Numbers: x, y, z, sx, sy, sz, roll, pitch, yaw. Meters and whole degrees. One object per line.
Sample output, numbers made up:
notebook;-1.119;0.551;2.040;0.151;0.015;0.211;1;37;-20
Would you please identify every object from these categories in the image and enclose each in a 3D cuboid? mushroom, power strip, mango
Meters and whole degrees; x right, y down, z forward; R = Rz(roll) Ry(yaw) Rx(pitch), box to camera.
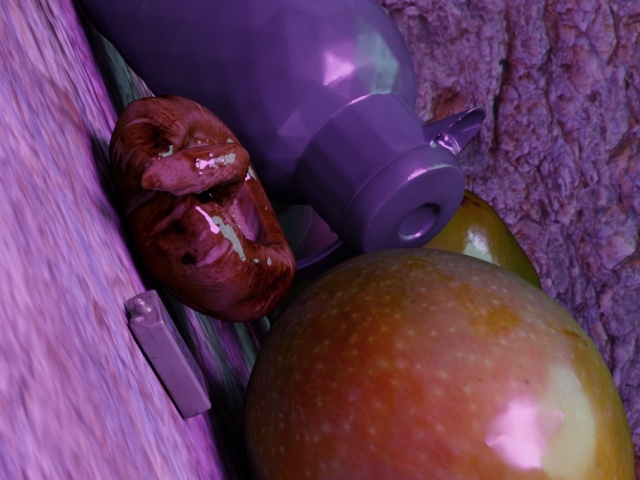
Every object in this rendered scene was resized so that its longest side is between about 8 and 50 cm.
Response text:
mushroom;-0.068;-0.019;0.971;0.135;0.080;0.170;55;0;14
power strip;-0.074;0.054;0.879;0.083;0.017;0.027;67;0;-46
mango;0.056;0.113;1.035;0.225;0.201;0.382;49;-4;-6

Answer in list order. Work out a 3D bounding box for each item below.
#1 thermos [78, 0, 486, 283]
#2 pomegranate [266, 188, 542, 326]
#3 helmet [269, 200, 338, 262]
thermos;-0.036;-0.094;1.112;0.286;0.182;0.145;52;12;30
pomegranate;0.057;0.079;1.397;0.302;0.236;0.236;-77;146;-65
helmet;0.003;-0.016;1.232;0.177;0.107;0.153;32;-3;-32
